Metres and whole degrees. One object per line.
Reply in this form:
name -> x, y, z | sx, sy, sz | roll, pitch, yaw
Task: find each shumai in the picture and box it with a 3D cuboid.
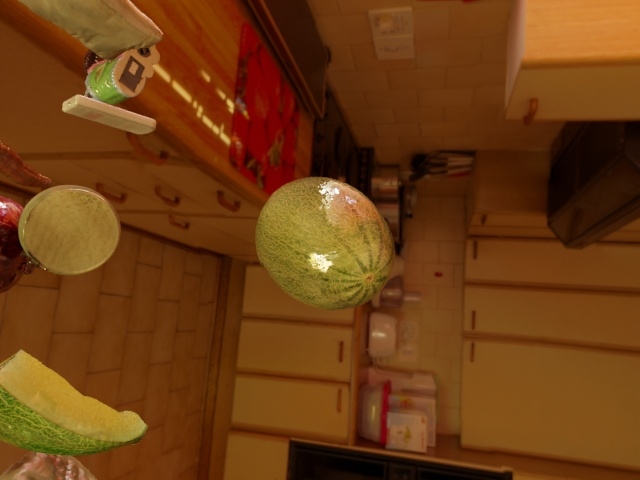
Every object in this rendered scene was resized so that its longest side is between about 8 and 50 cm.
shumai -> -0.550, 0.550, 1.007 | 0.225, 0.222, 0.261 | -119, -169, -61

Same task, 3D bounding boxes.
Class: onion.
onion -> -0.852, 0.016, 1.177 | 0.276, 0.276, 0.276 | 2, 90, -76

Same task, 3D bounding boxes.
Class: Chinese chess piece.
Chinese chess piece -> -0.630, -0.025, 1.170 | 0.237, 0.092, 0.238 | -7, 102, -35

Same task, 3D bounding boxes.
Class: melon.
melon -> -0.466, 0.323, 0.841 | 0.323, 0.196, 0.124 | 43, 42, -30
melon -> 0.000, 0.000, 0.512 | 0.192, 0.139, 0.139 | 37, -40, 51

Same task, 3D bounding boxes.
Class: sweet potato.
sweet potato -> -0.673, -0.175, 0.990 | 0.255, 0.078, 0.058 | 97, 10, -69

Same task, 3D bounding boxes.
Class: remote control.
remote control -> -0.478, -0.286, 1.069 | 0.190, 0.087, 0.029 | 10, 83, -46

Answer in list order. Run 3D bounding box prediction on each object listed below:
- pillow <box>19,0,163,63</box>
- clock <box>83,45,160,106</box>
pillow -> -0.347, -0.350, 0.702 | 0.181, 0.134, 0.078 | 24, 73, -62
clock -> -0.518, -0.423, 1.161 | 0.100, 0.195, 0.194 | 41, 58, -49
